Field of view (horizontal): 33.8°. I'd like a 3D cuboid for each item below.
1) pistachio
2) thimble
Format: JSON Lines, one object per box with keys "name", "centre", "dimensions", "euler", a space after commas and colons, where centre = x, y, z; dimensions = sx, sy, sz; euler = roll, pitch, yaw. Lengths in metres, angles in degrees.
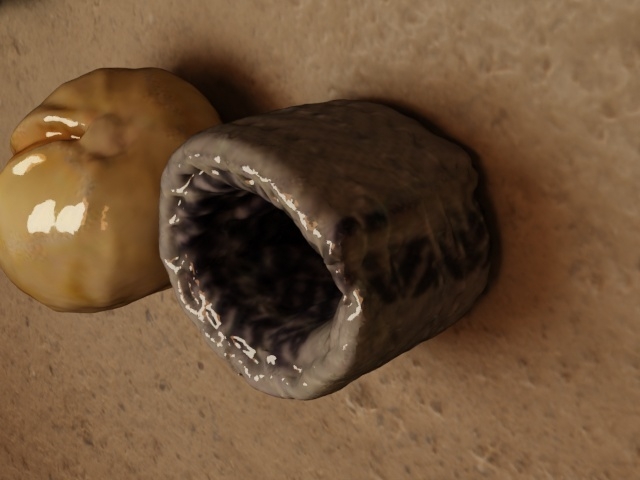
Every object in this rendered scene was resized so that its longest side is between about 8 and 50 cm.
{"name": "pistachio", "centre": [-0.189, -0.041, 0.990], "dimensions": [0.230, 0.230, 0.309], "euler": [62, 148, 7]}
{"name": "thimble", "centre": [0.000, 0.000, 0.811], "dimensions": [0.245, 0.157, 0.217], "euler": [0, 111, 53]}
